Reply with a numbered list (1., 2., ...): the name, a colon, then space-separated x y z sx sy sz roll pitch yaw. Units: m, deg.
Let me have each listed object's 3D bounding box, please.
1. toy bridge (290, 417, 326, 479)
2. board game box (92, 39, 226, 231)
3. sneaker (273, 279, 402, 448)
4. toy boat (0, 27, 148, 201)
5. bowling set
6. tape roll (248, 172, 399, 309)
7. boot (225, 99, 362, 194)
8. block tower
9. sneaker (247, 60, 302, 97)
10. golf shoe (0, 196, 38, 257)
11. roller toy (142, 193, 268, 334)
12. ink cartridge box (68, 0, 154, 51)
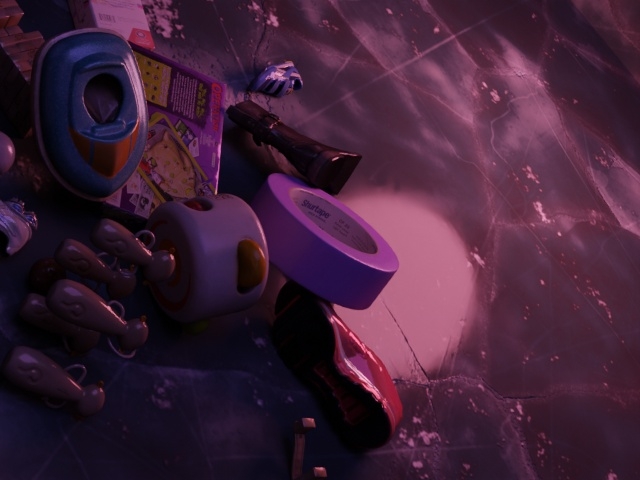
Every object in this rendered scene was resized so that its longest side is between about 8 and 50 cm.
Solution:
1. toy bridge: -0.019 0.367 1.734 0.026 0.063 0.188 10 54 -37
2. board game box: -0.269 -0.163 1.925 0.208 0.056 0.347 19 54 -25
3. sneaker: 0.032 0.203 1.904 0.314 0.116 0.136 58 26 7
4. toy boat: -0.388 -0.166 1.669 0.318 0.148 0.268 -21 115 -34
5. bowling set: -0.327 0.084 1.606 0.154 0.287 0.200 33 8 -27
6. tape roll: 0.000 0.000 1.943 0.275 0.090 0.275 33 16 -11
7. boot: -0.050 -0.188 2.120 0.229 0.091 0.263 35 7 14
8. block tower: -0.517 -0.318 1.816 0.335 0.097 0.091 52 40 7
9. sneaker: -0.086 -0.314 2.232 0.144 0.053 0.059 -27 81 -48
10. golf shoe: -0.500 -0.045 1.634 0.176 0.069 0.086 34 48 -14
11. roller toy: -0.174 0.024 1.754 0.146 0.209 0.191 -10 63 -35
12. ink cartridge box: -0.385 -0.415 2.031 0.115 0.067 0.198 3 59 -41
